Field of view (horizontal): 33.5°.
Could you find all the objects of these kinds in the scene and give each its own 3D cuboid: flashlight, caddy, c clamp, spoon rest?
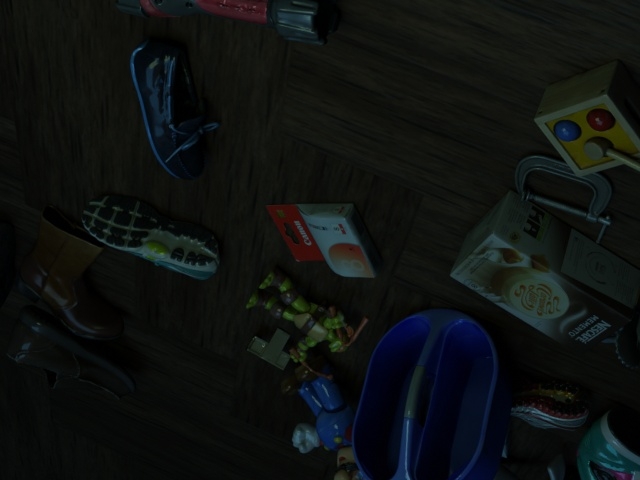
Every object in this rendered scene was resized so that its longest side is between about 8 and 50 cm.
[{"bbox_3d":[-0.133,-0.335,1.452,0.304,0.103,0.103,15,139,19],"label":"flashlight"},{"bbox_3d":[0.191,0.287,1.824,0.241,0.341,0.179,1,154,31],"label":"caddy"},{"bbox_3d":[0.352,-0.062,1.540,0.161,0.022,0.137,23,144,6],"label":"c clamp"},{"bbox_3d":[0.359,0.473,2.097,0.276,0.137,0.084,-14,102,43],"label":"spoon rest"}]

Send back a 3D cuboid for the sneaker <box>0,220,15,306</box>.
[{"bbox_3d":[-0.739,0.047,2.297,0.131,0.112,0.319,25,143,-1],"label":"sneaker"}]

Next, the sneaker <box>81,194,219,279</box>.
[{"bbox_3d":[-0.321,0.005,1.992,0.275,0.107,0.110,24,153,6],"label":"sneaker"}]

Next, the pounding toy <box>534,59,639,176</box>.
[{"bbox_3d":[0.370,-0.138,1.369,0.130,0.100,0.141,-17,125,45],"label":"pounding toy"}]

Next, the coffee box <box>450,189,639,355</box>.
[{"bbox_3d":[0.344,0.052,1.618,0.247,0.098,0.141,31,144,-4],"label":"coffee box"}]

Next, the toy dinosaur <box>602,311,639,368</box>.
[{"bbox_3d":[0.532,0.119,1.565,0.160,0.121,0.313,13,148,-3],"label":"toy dinosaur"}]

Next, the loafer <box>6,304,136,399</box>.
[{"bbox_3d":[-0.562,0.270,2.373,0.366,0.130,0.134,43,176,-42],"label":"loafer"}]

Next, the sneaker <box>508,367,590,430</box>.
[{"bbox_3d":[0.368,0.296,1.912,0.225,0.088,0.092,12,143,20],"label":"sneaker"}]

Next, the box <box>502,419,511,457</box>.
[{"bbox_3d":[0.292,0.340,2.055,0.145,0.038,0.186,10,141,22],"label":"box"}]

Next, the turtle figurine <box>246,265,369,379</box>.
[{"bbox_3d":[-0.018,0.139,1.968,0.217,0.087,0.269,37,147,-2],"label":"turtle figurine"}]

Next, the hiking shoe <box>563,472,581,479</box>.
[{"bbox_3d":[0.580,0.546,2.058,0.304,0.113,0.132,16,143,15],"label":"hiking shoe"}]

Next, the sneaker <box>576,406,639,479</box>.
[{"bbox_3d":[0.576,0.435,1.912,0.295,0.124,0.178,39,138,-3],"label":"sneaker"}]

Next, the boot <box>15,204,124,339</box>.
[{"bbox_3d":[-0.490,0.069,2.216,0.264,0.096,0.280,38,136,-2],"label":"boot"}]

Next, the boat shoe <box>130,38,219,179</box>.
[{"bbox_3d":[-0.225,-0.194,1.680,0.089,0.109,0.258,6,141,22],"label":"boat shoe"}]

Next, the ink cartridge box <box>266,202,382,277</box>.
[{"bbox_3d":[0.000,0.000,1.824,0.179,0.045,0.145,-2,134,31],"label":"ink cartridge box"}]

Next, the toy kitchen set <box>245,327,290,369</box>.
[{"bbox_3d":[-0.098,0.212,2.153,0.083,0.068,0.075,30,172,-4],"label":"toy kitchen set"}]

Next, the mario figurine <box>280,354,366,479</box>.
[{"bbox_3d":[0.031,0.394,2.095,0.320,0.170,0.198,54,180,13],"label":"mario figurine"}]
